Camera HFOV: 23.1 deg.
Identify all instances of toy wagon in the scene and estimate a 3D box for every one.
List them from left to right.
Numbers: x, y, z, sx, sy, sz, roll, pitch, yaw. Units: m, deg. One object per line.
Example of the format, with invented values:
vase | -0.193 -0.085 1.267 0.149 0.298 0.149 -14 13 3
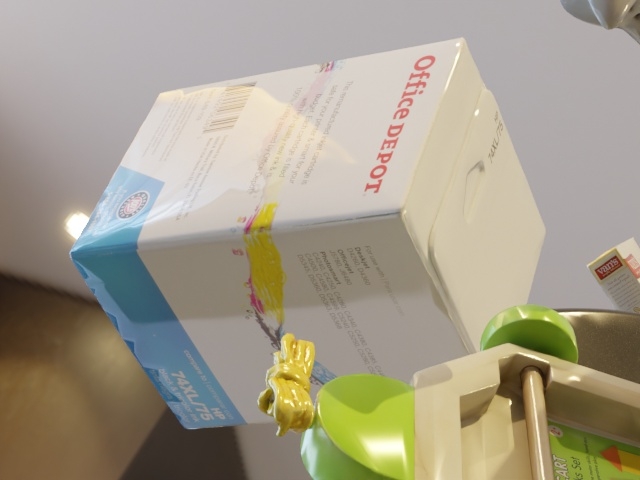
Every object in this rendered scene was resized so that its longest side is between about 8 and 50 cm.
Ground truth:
toy wagon | 0.129 0.134 0.792 0.344 0.267 0.068 17 -61 -7

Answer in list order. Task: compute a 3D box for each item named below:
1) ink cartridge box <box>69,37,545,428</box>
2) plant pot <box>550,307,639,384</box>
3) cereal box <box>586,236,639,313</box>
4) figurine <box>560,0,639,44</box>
ink cartridge box | 0.000 0.000 1.177 0.270 0.198 0.197 -7 -51 28
plant pot | 0.271 0.172 1.490 0.187 0.167 0.188 109 -36 -54
cereal box | 0.399 0.110 1.801 0.047 0.173 0.240 -34 -96 17
figurine | 0.175 -0.199 0.885 0.092 0.215 0.209 -18 -99 33
